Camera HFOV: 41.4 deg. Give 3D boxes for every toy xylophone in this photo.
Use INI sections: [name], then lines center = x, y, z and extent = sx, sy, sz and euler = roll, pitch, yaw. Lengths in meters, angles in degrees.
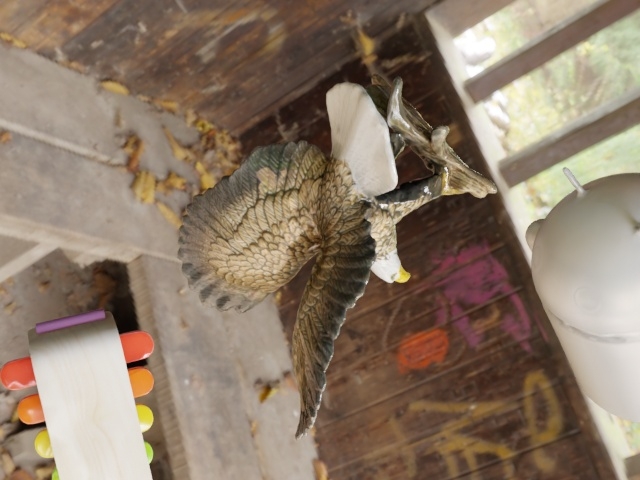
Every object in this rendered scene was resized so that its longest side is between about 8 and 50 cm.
[toy xylophone]
center = -0.332, 0.259, 1.138
extent = 0.081, 0.236, 0.323
euler = -175, -99, -72

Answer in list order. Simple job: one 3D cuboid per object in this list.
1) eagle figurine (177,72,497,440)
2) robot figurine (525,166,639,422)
[eagle figurine]
center = 0.007, 0.007, 0.778
extent = 0.225, 0.298, 0.226
euler = 47, 5, -13
[robot figurine]
center = 0.357, 0.066, 0.947
extent = 0.300, 0.200, 0.353
euler = 28, -22, 48
